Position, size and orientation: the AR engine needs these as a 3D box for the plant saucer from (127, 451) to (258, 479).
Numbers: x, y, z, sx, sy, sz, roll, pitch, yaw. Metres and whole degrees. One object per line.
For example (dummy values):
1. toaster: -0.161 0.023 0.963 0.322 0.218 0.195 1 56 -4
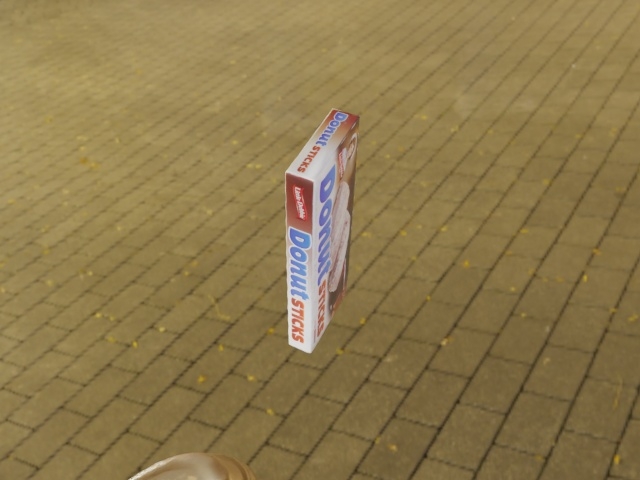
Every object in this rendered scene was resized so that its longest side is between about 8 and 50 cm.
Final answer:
1. plant saucer: -0.196 0.345 0.953 0.278 0.041 0.278 -25 23 12

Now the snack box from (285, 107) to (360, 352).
1. snack box: 0.000 0.000 0.550 0.022 0.178 0.064 21 52 16
